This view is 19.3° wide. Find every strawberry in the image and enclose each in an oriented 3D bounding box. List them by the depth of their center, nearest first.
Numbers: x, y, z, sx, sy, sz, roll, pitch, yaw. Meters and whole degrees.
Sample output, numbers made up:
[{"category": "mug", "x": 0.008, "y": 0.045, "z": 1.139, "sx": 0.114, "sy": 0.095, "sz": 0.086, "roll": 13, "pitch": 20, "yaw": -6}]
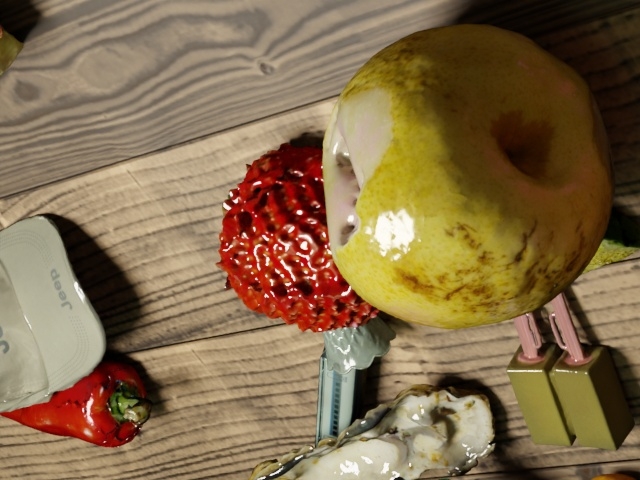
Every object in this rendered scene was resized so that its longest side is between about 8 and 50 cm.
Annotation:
[{"category": "strawberry", "x": 0.000, "y": 0.000, "z": 1.798, "sx": 0.286, "sy": 0.106, "sz": 0.188, "roll": -4, "pitch": 98, "yaw": 32}]

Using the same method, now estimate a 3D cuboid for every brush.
[{"category": "brush", "x": 0.224, "y": 0.102, "z": 1.838, "sx": 0.103, "sy": 0.047, "sz": 0.233, "roll": 0, "pitch": 126, "yaw": 37}]

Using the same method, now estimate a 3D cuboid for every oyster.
[{"category": "oyster", "x": 0.033, "y": 0.232, "z": 2.036, "sx": 0.345, "sy": 0.079, "sz": 0.129, "roll": -24, "pitch": 134, "yaw": 22}]

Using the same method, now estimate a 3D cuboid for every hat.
[{"category": "hat", "x": -0.373, "y": 0.089, "z": 2.176, "sx": 0.214, "sy": 0.149, "sz": 0.244, "roll": 63, "pitch": 150, "yaw": 6}]

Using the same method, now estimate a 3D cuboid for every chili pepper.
[{"category": "chili pepper", "x": -0.315, "y": 0.196, "z": 2.326, "sx": 0.387, "sy": 0.110, "sz": 0.110, "roll": 1, "pitch": 132, "yaw": 45}]

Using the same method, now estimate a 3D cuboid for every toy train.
[{"category": "toy train", "x": 0.024, "y": 0.194, "z": 2.094, "sx": 0.048, "sy": 0.055, "sz": 0.252, "roll": 16, "pitch": 141, "yaw": 11}]

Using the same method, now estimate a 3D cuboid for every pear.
[{"category": "pear", "x": 0.114, "y": -0.049, "z": 1.586, "sx": 0.271, "sy": 0.271, "sz": 0.271, "roll": 22, "pitch": 141, "yaw": 18}]

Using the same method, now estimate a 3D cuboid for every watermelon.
[{"category": "watermelon", "x": 0.203, "y": -0.002, "z": 1.741, "sx": 0.092, "sy": 0.075, "sz": 0.181, "roll": 13, "pitch": 152, "yaw": -35}]

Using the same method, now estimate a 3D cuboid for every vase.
[{"category": "vase", "x": 0.011, "y": 0.057, "z": 1.934, "sx": 0.081, "sy": 0.081, "sz": 0.149, "roll": -5, "pitch": 125, "yaw": 41}]

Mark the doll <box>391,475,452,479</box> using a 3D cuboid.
[{"category": "doll", "x": 0.177, "y": 0.326, "z": 2.022, "sx": 0.258, "sy": 0.195, "sz": 0.153, "roll": 36, "pitch": 123, "yaw": -1}]

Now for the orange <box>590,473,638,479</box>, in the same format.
[{"category": "orange", "x": 0.305, "y": 0.281, "z": 1.942, "sx": 0.083, "sy": 0.083, "sz": 0.083, "roll": 22, "pitch": 141, "yaw": 18}]

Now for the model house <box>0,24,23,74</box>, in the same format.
[{"category": "model house", "x": -0.428, "y": -0.207, "z": 1.922, "sx": 0.196, "sy": 0.160, "sz": 0.254, "roll": 45, "pitch": 141, "yaw": -13}]
